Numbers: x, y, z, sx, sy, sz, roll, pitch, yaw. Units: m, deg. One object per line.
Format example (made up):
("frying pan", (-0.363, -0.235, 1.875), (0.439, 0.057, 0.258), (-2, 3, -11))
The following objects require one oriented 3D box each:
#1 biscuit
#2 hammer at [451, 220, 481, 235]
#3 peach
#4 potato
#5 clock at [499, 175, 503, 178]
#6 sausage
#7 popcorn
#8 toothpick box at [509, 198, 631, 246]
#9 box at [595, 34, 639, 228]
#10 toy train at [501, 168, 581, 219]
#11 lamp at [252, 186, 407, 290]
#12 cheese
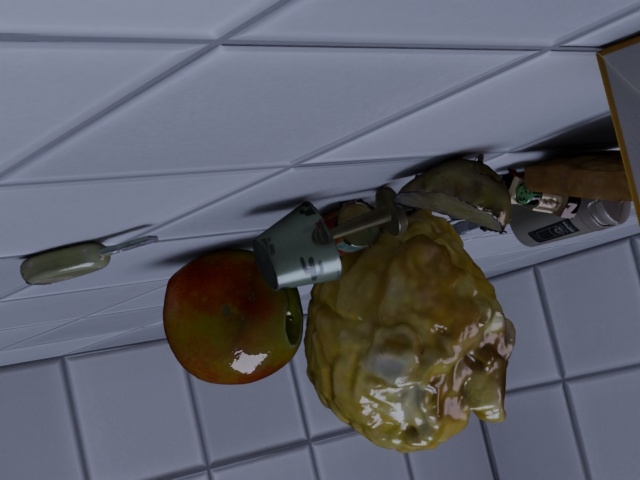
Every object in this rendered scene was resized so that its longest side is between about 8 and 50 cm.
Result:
("biscuit", (0.490, -0.094, 1.786), (0.385, 0.062, 0.365), (6, -171, 34))
("hammer", (0.280, -0.031, 2.404), (0.152, 0.044, 0.427), (-8, 173, -41))
("peach", (-0.145, 0.124, 2.083), (0.231, 0.231, 0.231), (-13, 173, -2))
("potato", (0.181, -0.082, 1.720), (0.172, 0.089, 0.100), (18, 166, 28))
("clock", (0.267, -0.074, 2.010), (0.135, 0.041, 0.101), (-7, 171, -33))
("sausage", (0.000, 0.000, 1.981), (0.083, 0.083, 0.264), (-10, 174, -27))
("popcorn", (0.126, 0.147, 2.066), (0.354, 0.390, 0.344), (-39, 149, 17))
("toothpick box", (0.415, -0.060, 2.116), (0.180, 0.111, 0.111), (-17, 172, 42))
("box", (0.464, -0.104, 1.236), (0.283, 0.260, 0.214), (-18, 171, 35))
("toy train", (0.330, -0.071, 1.929), (0.138, 0.050, 0.087), (5, -159, -42))
("lamp", (0.016, -0.005, 1.789), (0.214, 0.121, 0.121), (-21, 176, -17))
("cheese", (-0.306, 0.021, 1.711), (0.192, 0.037, 0.097), (-15, 174, 19))
